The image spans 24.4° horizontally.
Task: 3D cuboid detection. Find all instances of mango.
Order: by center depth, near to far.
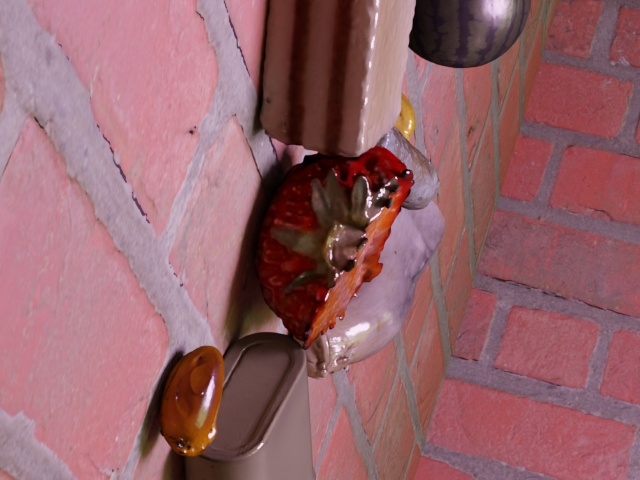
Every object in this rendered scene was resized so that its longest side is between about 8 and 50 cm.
[{"bbox_3d":[-0.138,0.170,1.602,0.077,0.063,0.127,64,37,-63],"label":"mango"}]

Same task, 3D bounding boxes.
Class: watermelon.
[{"bbox_3d":[0.202,-0.357,2.144,0.212,0.212,0.212,14,90,-77],"label":"watermelon"}]

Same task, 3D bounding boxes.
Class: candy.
[{"bbox_3d":[0.026,-0.264,1.678,0.179,0.135,0.320,-53,152,-58],"label":"candy"}]

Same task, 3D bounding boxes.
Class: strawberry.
[{"bbox_3d":[0.007,-0.014,1.853,0.253,0.150,0.280,-61,172,10],"label":"strawberry"}]

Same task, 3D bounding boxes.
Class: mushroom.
[{"bbox_3d":[0.066,0.064,2.205,0.177,0.126,0.397,55,42,-35],"label":"mushroom"}]

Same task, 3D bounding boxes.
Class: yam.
[{"bbox_3d":[0.095,-0.114,2.101,0.259,0.093,0.093,33,71,-64],"label":"yam"}]

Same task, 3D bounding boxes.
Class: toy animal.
[{"bbox_3d":[0.109,-0.181,2.244,0.070,0.083,0.159,-32,-178,3],"label":"toy animal"}]

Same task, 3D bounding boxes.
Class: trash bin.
[{"bbox_3d":[-0.085,0.273,1.815,0.243,0.121,0.247,-60,157,-48],"label":"trash bin"}]
